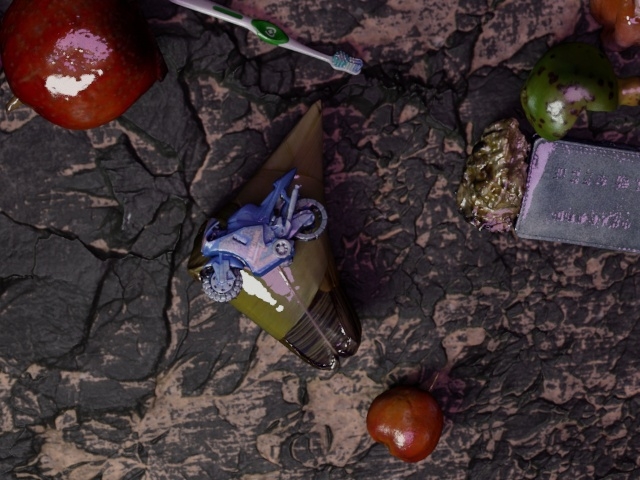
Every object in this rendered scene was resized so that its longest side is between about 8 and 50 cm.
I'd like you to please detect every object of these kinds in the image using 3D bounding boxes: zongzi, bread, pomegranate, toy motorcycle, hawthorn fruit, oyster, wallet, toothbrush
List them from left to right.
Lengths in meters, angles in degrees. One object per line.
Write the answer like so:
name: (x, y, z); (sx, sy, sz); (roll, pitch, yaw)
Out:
hawthorn fruit: (-0.346, -0.260, 1.468); (0.249, 0.215, 0.215); (-37, 103, 15)
toy motorcycle: (-0.089, -0.007, 1.459); (0.205, 0.076, 0.114); (-36, 80, -6)
toothbrush: (-0.082, -0.304, 1.538); (0.303, 0.030, 0.030); (20, 106, -4)
zongzi: (0.000, 0.000, 1.566); (0.289, 0.154, 0.317); (38, 98, -13)
hawthorn fruit: (0.141, 0.286, 1.667); (0.140, 0.125, 0.125); (-25, 107, -23)
oyster: (0.260, -0.097, 1.568); (0.105, 0.056, 0.177); (32, 113, 21)
pomegranate: (0.365, -0.222, 1.497); (0.169, 0.143, 0.122); (-19, 106, 15)
wallet: (0.407, -0.069, 1.599); (0.222, 0.036, 0.167); (9, 107, -3)
bread: (0.498, -0.377, 1.462); (0.244, 0.123, 0.190); (-18, 104, 4)

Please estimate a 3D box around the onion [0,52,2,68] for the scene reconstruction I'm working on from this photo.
onion: (-0.510, -0.272, 1.518); (0.115, 0.104, 0.115); (8, 66, -18)
